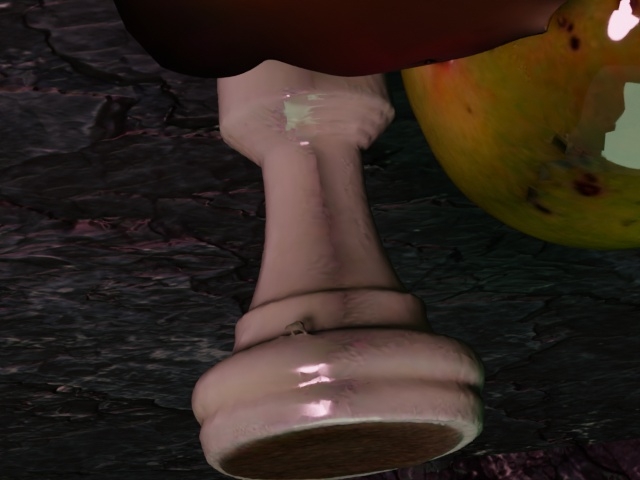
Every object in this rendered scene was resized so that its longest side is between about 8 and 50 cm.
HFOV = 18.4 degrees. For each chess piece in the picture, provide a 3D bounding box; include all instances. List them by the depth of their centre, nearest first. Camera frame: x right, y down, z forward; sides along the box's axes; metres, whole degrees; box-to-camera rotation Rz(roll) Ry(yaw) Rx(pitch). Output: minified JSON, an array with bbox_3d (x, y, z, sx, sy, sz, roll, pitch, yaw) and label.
[{"bbox_3d":[0.000,0.000,1.331,0.194,0.299,0.194,-6,162,-2],"label":"chess piece"}]

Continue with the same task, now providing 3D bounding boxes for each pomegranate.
[{"bbox_3d":[0.226,-0.106,1.222,0.358,0.216,0.310,2,156,-25],"label":"pomegranate"}]

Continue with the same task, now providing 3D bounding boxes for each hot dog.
[{"bbox_3d":[0.019,-0.193,1.078,0.326,0.107,0.194,4,140,33],"label":"hot dog"}]
